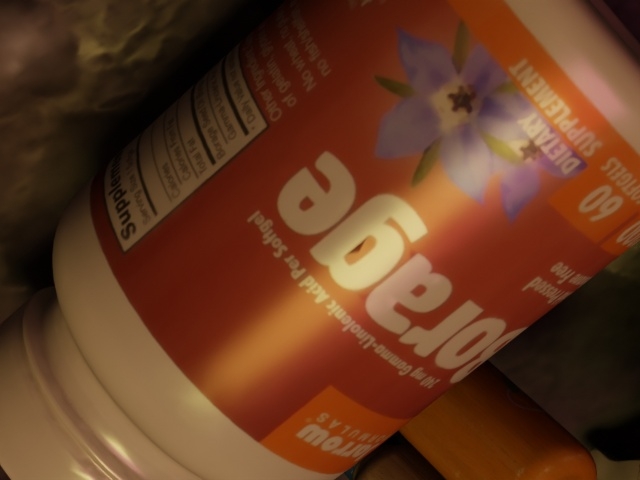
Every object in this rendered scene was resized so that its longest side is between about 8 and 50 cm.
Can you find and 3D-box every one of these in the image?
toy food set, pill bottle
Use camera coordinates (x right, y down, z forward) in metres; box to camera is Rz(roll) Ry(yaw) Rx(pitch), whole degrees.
[{"bbox_3d":[0.085,0.115,0.603,0.111,0.104,0.232,-53,138,7],"label":"toy food set"},{"bbox_3d":[0.000,0.000,0.466,0.216,0.121,0.121,-41,123,16],"label":"pill bottle"}]

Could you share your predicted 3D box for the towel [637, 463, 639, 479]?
[{"bbox_3d":[0.253,0.041,0.502,0.283,0.121,0.235,-3,122,-35],"label":"towel"}]
